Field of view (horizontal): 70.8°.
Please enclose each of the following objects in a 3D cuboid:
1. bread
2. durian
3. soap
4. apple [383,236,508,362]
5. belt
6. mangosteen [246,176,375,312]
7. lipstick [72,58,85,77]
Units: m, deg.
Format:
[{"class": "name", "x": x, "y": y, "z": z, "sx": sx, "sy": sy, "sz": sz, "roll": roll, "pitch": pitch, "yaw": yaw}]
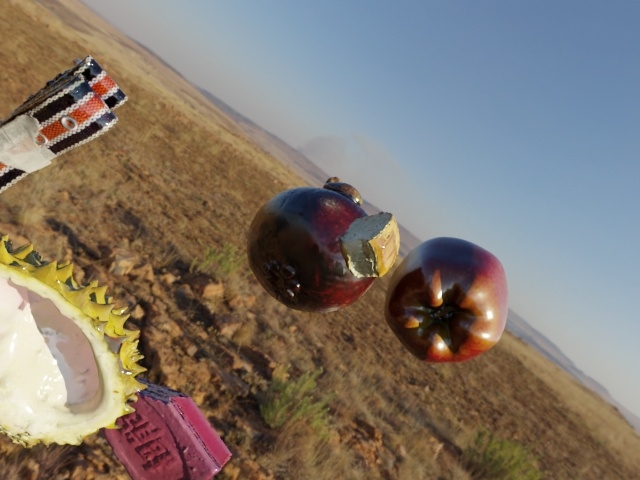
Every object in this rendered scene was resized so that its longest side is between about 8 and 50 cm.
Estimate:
[{"class": "bread", "x": 0.078, "y": 0.006, "z": 0.670, "sx": 0.077, "sy": 0.083, "sz": 0.070, "roll": -6, "pitch": -57, "yaw": 35}, {"class": "durian", "x": -0.259, "y": 0.069, "z": 0.370, "sx": 0.250, "sy": 0.183, "sz": 0.138, "roll": 42, "pitch": 2, "yaw": -22}, {"class": "soap", "x": -0.315, "y": 0.383, "z": 0.885, "sx": 0.250, "sy": 0.162, "sz": 0.099, "roll": 49, "pitch": 6, "yaw": 10}, {"class": "apple", "x": 0.288, "y": 0.139, "z": 1.039, "sx": 0.288, "sy": 0.288, "sz": 0.317, "roll": 39, "pitch": 19, "yaw": 13}, {"class": "belt", "x": -0.474, "y": -0.152, "z": 0.711, "sx": 0.094, "sy": 0.360, "sz": 0.126, "roll": 53, "pitch": 11, "yaw": -37}, {"class": "mangosteen", "x": -0.008, "y": 0.015, "z": 0.992, "sx": 0.297, "sy": 0.297, "sz": 0.293, "roll": 38, "pitch": 25, "yaw": 9}, {"class": "lipstick", "x": -0.506, "y": -0.369, "z": 0.974, "sx": 0.030, "sy": 0.030, "sz": 0.129, "roll": -17, "pitch": 45, "yaw": -43}]
